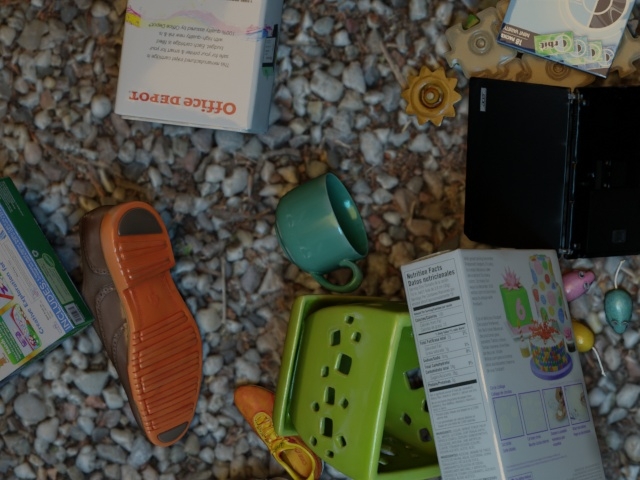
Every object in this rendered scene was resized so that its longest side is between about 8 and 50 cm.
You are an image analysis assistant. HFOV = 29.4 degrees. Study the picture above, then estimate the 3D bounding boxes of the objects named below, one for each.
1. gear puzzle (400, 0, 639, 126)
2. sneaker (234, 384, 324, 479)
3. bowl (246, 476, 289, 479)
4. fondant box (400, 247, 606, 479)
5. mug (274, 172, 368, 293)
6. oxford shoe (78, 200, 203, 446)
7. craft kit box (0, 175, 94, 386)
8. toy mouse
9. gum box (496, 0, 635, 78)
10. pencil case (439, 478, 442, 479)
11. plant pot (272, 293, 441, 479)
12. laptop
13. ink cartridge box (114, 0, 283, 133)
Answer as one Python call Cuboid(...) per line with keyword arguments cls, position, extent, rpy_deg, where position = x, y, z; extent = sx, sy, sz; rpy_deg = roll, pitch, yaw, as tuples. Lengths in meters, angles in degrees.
Cuboid(cls="gear puzzle", position=(0.272, -0.248, 1.690), extent=(0.339, 0.044, 0.175), rpy_deg=(-27, 88, 14))
Cuboid(cls="sneaker", position=(-0.059, 0.276, 1.758), extent=(0.175, 0.067, 0.064), rpy_deg=(45, 101, 8))
Cuboid(cls="bowl", position=(-0.063, 0.391, 1.742), extent=(0.170, 0.080, 0.170), rpy_deg=(23, 140, 21))
Cuboid(cls="fondant box", position=(0.235, 0.178, 1.542), extent=(0.096, 0.238, 0.330), rpy_deg=(-17, 79, 39))
Cuboid(cls="mug", position=(-0.004, -0.009, 1.693), extent=(0.097, 0.158, 0.129), rpy_deg=(-24, 126, 17))
Cuboid(cls="oxford shoe", position=(-0.269, 0.122, 1.786), extent=(0.132, 0.130, 0.364), rpy_deg=(-2, 100, 44))
Cuboid(cls="craft kit box", position=(-0.485, 0.073, 1.801), extent=(0.246, 0.061, 0.250), rpy_deg=(-33, 86, 28))
Cuboid(cls="toy mouse", position=(0.376, 0.084, 1.682), extent=(0.161, 0.031, 0.143), rpy_deg=(40, 99, 7))
Cuboid(cls="gum box", position=(0.338, -0.327, 1.623), extent=(0.157, 0.041, 0.184), rpy_deg=(21, 100, 10))
Cuboid(cls="pencil case", position=(0.271, 0.323, 1.690), extent=(0.206, 0.086, 0.088), rpy_deg=(-14, 61, 10))
Cuboid(cls="plant pot", position=(0.070, 0.183, 1.638), extent=(0.207, 0.227, 0.228), rpy_deg=(14, 96, 39))
Cuboid(cls="laptop", position=(0.346, -0.104, 1.666), extent=(0.264, 0.136, 0.234), rpy_deg=(-4, 107, -13))
Cuboid(cls="ink cartridge box", position=(-0.166, -0.298, 1.732), extent=(0.201, 0.117, 0.278), rpy_deg=(8, 93, 11))
